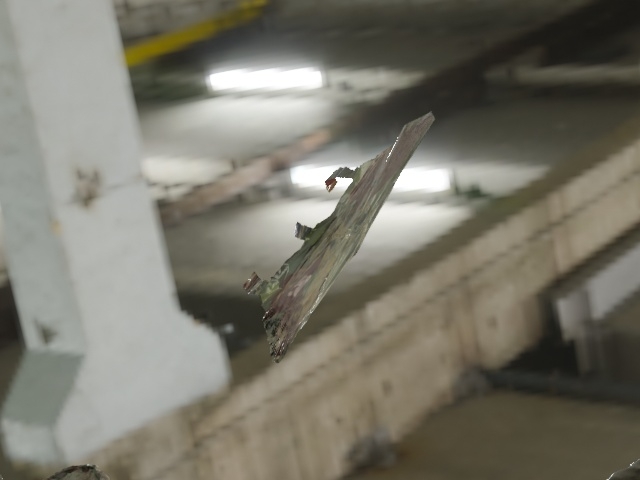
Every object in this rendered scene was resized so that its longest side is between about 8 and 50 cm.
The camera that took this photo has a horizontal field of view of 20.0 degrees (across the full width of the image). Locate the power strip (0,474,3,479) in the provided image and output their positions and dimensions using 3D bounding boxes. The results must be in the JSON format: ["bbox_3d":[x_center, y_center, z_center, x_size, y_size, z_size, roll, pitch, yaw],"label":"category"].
[{"bbox_3d":[-0.171,0.155,0.696,0.053,0.093,0.288,-23,163,-32],"label":"power strip"}]

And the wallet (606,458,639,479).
[{"bbox_3d":[0.225,0.228,0.995,0.168,0.245,0.052,-30,-171,-38],"label":"wallet"}]

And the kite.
[{"bbox_3d":[-0.003,-0.002,1.362,0.204,0.022,0.360,-57,-173,-7],"label":"kite"}]

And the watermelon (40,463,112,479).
[{"bbox_3d":[-0.129,0.173,0.876,0.187,0.071,0.139,6,-132,31],"label":"watermelon"}]
